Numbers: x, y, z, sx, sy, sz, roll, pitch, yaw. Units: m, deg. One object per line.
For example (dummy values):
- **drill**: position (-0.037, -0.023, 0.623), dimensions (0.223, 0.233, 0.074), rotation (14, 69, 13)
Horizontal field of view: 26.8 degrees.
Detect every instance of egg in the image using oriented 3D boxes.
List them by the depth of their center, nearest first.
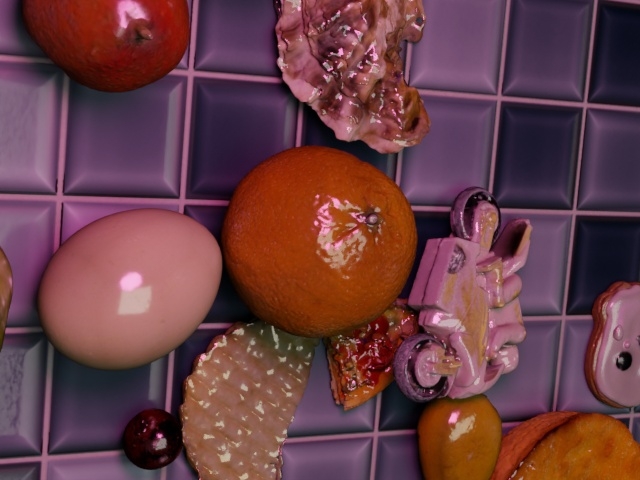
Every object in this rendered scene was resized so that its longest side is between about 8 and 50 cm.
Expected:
- **egg**: position (-0.229, 0.056, 1.639), dimensions (0.242, 0.186, 0.186), rotation (-33, 113, -33)

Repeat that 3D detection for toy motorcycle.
- **toy motorcycle**: position (0.222, 0.099, 1.937), dimensions (0.223, 0.108, 0.340), rotation (35, 65, -34)

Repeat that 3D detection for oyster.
- **oyster**: position (0.063, -0.301, 1.791), dimensions (0.238, 0.115, 0.351), rotation (12, 92, -31)

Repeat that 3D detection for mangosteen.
- **mangosteen**: position (-0.215, 0.260, 1.742), dimensions (0.081, 0.081, 0.081), rotation (-5, 101, -29)

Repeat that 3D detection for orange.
- **orange**: position (0.000, 0.000, 1.722), dimensions (0.264, 0.264, 0.264), rotation (-5, 101, -29)

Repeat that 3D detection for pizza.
- **pizza**: position (0.057, 0.133, 1.893), dimensions (0.193, 0.053, 0.201), rotation (39, 78, -29)

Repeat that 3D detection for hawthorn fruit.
- **hawthorn fruit**: position (-0.234, -0.255, 1.550), dimensions (0.199, 0.251, 0.199), rotation (-10, 115, -21)

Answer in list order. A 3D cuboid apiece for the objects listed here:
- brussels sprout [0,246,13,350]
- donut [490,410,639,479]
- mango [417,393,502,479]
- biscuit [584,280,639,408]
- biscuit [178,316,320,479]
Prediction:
- **brussels sprout**: position (-0.461, 0.067, 1.502), dimensions (0.244, 0.244, 0.244), rotation (-5, 101, -29)
- **donut**: position (0.363, 0.394, 2.084), dimensions (0.303, 0.110, 0.302), rotation (-7, 103, -31)
- **mango**: position (0.201, 0.307, 1.984), dimensions (0.137, 0.098, 0.195), rotation (2, 104, -33)
- **biscuit**: position (0.507, 0.172, 2.167), dimensions (0.181, 0.049, 0.208), rotation (10, 91, -30)
- **biscuit**: position (-0.108, 0.220, 1.822), dimensions (0.187, 0.036, 0.273), rotation (19, 89, -31)
